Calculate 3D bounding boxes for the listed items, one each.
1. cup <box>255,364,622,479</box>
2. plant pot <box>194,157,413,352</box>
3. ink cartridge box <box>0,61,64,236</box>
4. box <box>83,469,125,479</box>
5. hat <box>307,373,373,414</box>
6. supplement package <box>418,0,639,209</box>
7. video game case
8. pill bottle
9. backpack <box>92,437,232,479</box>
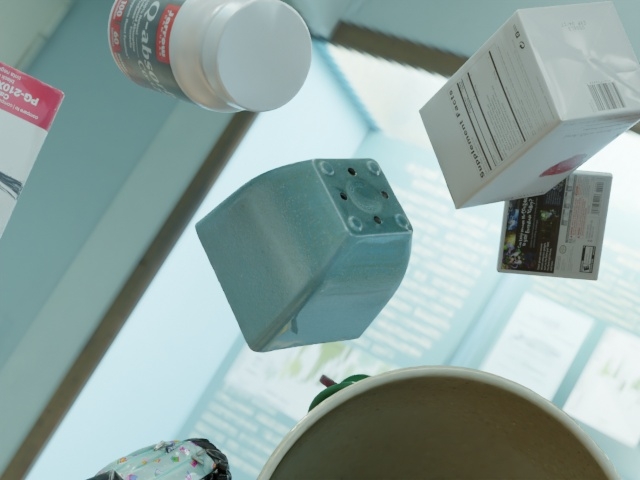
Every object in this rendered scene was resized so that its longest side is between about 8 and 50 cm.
[{"bbox_3d":[0.068,0.289,1.033,0.331,0.331,0.237,32,-23,-4],"label":"cup"},{"bbox_3d":[0.000,0.000,1.981,0.247,0.252,0.247,-4,59,-43],"label":"plant pot"},{"bbox_3d":[-0.425,-0.089,1.560,0.100,0.237,0.172,26,-11,-20],"label":"ink cartridge box"},{"bbox_3d":[-0.161,0.358,1.106,0.103,0.184,0.261,-22,-51,16],"label":"box"},{"bbox_3d":[0.076,0.220,1.885,0.208,0.183,0.173,6,-53,12],"label":"hat"},{"bbox_3d":[0.304,-0.189,1.806,0.293,0.177,0.175,-45,-119,58],"label":"supplement package"},{"bbox_3d":[0.393,-0.029,2.111,0.173,0.190,0.022,5,20,2],"label":"video game case"},{"bbox_3d":[-0.180,-0.320,2.016,0.210,0.210,0.363,41,-10,-35],"label":"pill bottle"},{"bbox_3d":[-0.214,0.328,1.583,0.115,0.152,0.182,36,26,23],"label":"backpack"}]
